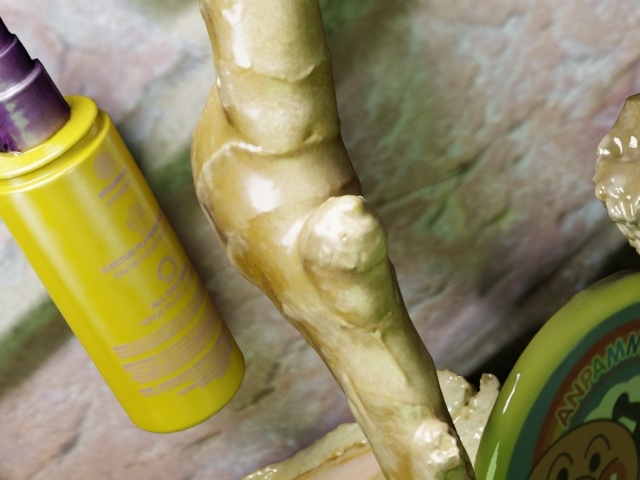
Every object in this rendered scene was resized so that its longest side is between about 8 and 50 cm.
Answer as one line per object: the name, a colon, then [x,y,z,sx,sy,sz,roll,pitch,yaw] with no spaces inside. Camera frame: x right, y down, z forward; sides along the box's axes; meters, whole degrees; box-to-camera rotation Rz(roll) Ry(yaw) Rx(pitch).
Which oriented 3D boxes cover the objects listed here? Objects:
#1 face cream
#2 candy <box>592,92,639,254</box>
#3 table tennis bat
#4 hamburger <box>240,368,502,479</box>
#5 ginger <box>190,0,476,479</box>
face cream: [-0.129,-0.014,0.734,0.078,0.078,0.273,-19,123,12]
candy: [0.198,-0.024,0.722,0.085,0.095,0.110,2,147,44]
table tennis bat: [0.184,0.188,0.818,0.224,0.054,0.368,-30,122,-29]
hamburger: [0.036,0.244,0.865,0.330,0.162,0.209,-38,116,17]
ginger: [0.000,0.000,0.685,0.148,0.081,0.333,-30,83,51]
